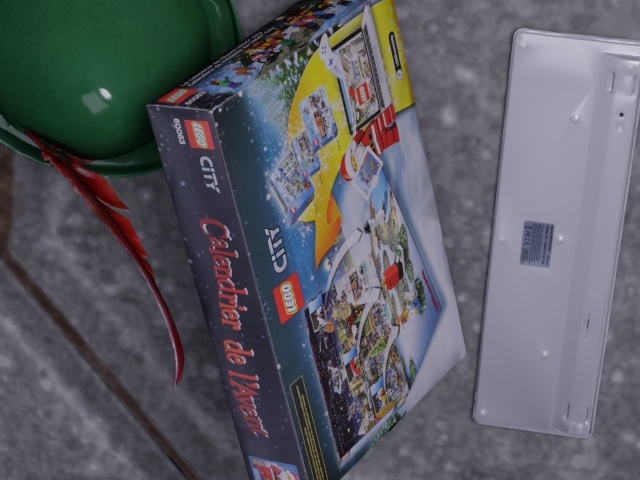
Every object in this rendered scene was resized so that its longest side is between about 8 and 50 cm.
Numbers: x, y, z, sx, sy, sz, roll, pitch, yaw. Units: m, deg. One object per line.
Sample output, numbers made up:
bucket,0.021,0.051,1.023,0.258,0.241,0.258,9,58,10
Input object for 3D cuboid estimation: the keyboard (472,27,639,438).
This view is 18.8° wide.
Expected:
keyboard,0.132,0.002,1.086,0.072,0.014,0.256,10,120,12

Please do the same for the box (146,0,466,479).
box,0.000,0.000,1.025,0.044,0.159,0.233,8,123,37

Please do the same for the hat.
hat,-0.135,-0.069,1.001,0.209,0.183,0.173,17,120,2
